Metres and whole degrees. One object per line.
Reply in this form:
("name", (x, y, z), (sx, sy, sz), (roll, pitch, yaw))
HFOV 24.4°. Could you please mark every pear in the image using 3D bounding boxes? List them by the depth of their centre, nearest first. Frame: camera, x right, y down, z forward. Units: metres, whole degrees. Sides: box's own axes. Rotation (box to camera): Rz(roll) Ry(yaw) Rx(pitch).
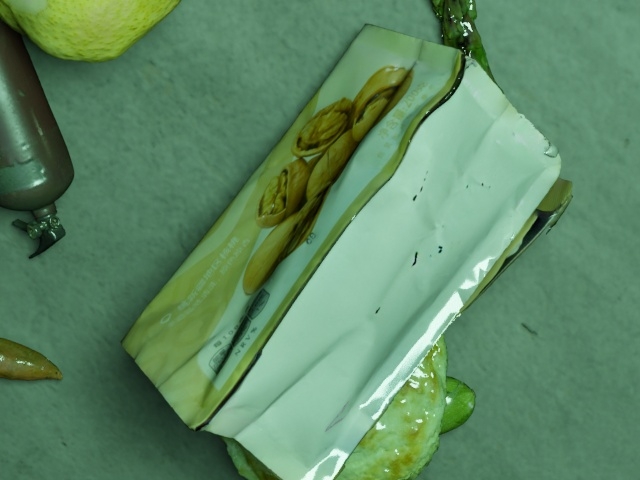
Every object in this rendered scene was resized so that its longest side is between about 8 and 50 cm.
("pear", (-0.170, -0.216, 1.076), (0.178, 0.178, 0.178), (3, 110, 8))

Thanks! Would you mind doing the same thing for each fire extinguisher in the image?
("fire extinguisher", (-0.259, -0.108, 1.183), (0.089, 0.072, 0.268), (-1, 114, 46))

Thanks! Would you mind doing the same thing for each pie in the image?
("pie", (0.006, 0.089, 1.182), (0.201, 0.090, 0.248), (-12, 90, 16))

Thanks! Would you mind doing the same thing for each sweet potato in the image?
("sweet potato", (-0.267, 0.103, 1.276), (0.095, 0.034, 0.034), (13, 111, -8))

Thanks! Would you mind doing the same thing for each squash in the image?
("squash", (0.044, 0.158, 1.241), (0.183, 0.052, 0.052), (-24, 104, 18))

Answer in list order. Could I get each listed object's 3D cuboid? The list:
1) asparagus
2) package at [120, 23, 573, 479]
("asparagus", (0.109, -0.156, 1.127), (0.036, 0.030, 0.165), (-4, 113, 35))
("package", (0.025, 0.020, 1.076), (0.165, 0.221, 0.311), (39, 87, -24))
